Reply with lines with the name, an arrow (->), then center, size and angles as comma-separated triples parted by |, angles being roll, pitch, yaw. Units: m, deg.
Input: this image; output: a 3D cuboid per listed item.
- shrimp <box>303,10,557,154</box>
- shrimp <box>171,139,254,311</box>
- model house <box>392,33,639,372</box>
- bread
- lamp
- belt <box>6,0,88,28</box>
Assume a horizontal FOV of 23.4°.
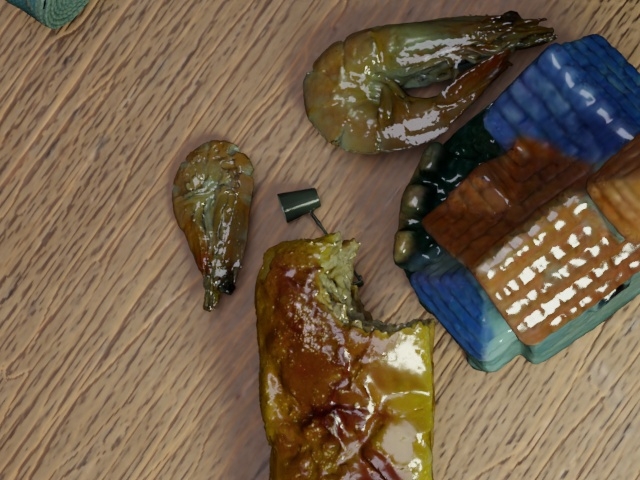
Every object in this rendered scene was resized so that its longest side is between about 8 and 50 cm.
shrimp -> 0.112, -0.169, 1.569 | 0.267, 0.061, 0.145 | -16, 62, 5
shrimp -> -0.110, -0.016, 1.607 | 0.091, 0.043, 0.184 | -8, 74, 15
model house -> 0.206, -0.041, 1.417 | 0.295, 0.329, 0.252 | -37, 82, 0
bread -> 0.031, 0.181, 1.484 | 0.185, 0.109, 0.380 | -3, 89, 29
lamp -> 0.000, -0.001, 1.590 | 0.054, 0.041, 0.121 | -19, 76, -4
belt -> -0.263, -0.306, 1.620 | 0.082, 0.147, 0.163 | 31, 116, 8
